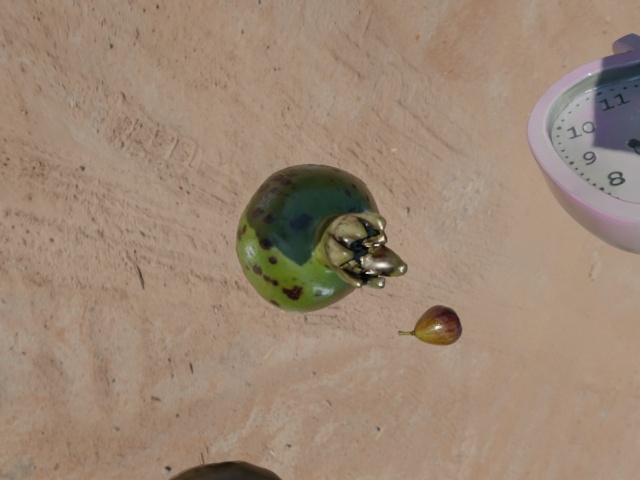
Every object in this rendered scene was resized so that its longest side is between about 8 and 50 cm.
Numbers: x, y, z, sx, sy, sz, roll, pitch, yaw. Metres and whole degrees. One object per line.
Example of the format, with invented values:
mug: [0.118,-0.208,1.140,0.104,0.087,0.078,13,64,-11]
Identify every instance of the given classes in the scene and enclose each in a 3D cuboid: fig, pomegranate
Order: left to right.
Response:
pomegranate: [-0.010,0.014,0.621,0.243,0.306,0.242,-4,117,-9]
fig: [0.227,0.186,0.855,0.125,0.089,0.088,-18,109,-10]

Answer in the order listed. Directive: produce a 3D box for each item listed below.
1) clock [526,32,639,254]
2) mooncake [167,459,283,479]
clock: [0.465,-0.146,0.540,0.102,0.339,0.338,38,81,-43]
mooncake: [-0.136,0.418,0.457,0.291,0.290,0.161,13,138,-30]
